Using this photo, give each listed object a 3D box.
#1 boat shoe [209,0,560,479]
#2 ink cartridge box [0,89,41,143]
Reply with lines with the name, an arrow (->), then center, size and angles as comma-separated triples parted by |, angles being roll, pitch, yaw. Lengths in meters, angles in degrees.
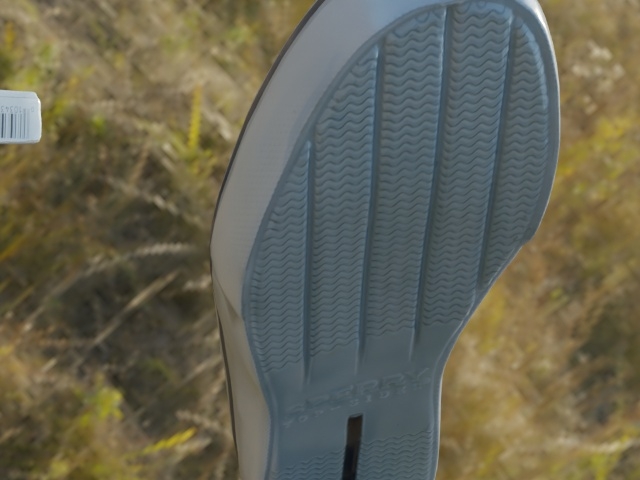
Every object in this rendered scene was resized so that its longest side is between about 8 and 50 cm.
boat shoe -> 0.000, 0.000, 0.456 | 0.083, 0.226, 0.076 | -8, 51, -20
ink cartridge box -> -0.350, -0.090, 1.250 | 0.206, 0.208, 0.045 | -5, 97, -53
